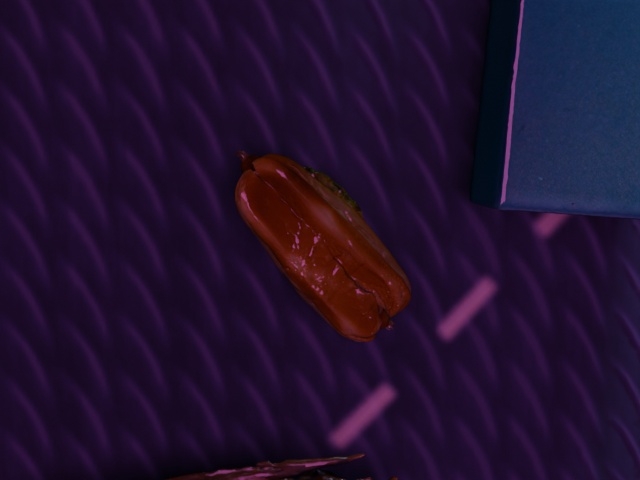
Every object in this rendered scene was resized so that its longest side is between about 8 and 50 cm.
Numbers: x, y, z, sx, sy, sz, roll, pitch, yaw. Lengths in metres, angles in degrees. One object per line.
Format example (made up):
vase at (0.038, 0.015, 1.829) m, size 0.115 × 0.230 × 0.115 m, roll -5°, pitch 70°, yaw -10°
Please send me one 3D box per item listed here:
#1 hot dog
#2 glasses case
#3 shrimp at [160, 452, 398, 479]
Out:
hot dog at (0.000, 0.000, 0.820) m, size 0.056 × 0.041 × 0.133 m, roll -42°, pitch 110°, yaw -2°
glasses case at (0.150, -0.163, 0.811) m, size 0.117 × 0.070 × 0.301 m, roll 4°, pitch 95°, yaw -17°
shrimp at (-0.089, 0.198, 0.815) m, size 0.287 × 0.063 × 0.152 m, roll -14°, pitch 102°, yaw -5°
